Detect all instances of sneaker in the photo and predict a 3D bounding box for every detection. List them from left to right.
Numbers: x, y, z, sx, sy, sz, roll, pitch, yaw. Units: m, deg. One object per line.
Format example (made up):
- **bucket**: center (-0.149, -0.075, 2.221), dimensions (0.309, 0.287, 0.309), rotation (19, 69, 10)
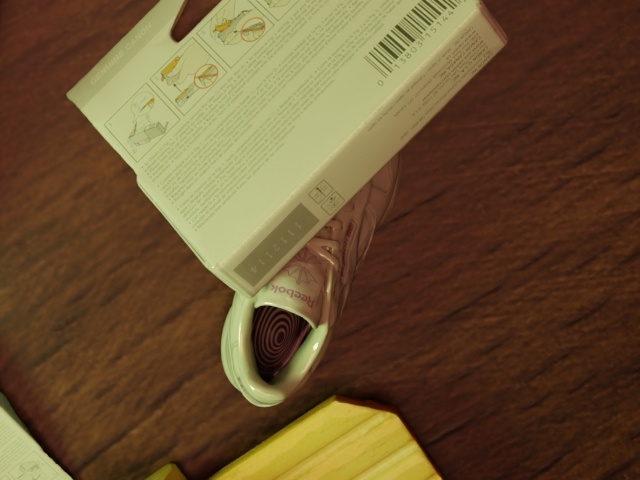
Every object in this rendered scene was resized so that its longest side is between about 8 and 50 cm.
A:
- **sneaker**: center (0.000, 0.000, 1.408), dimensions (0.114, 0.152, 0.305), rotation (16, 94, -4)

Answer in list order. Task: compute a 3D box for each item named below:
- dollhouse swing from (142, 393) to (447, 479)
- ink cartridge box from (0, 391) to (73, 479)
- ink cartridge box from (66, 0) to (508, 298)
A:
- **dollhouse swing**: center (-0.024, 0.351, 1.394), dimensions (0.305, 0.315, 0.347), rotation (-30, 99, 20)
- **ink cartridge box**: center (-0.318, 0.201, 1.473), dimensions (0.145, 0.045, 0.179), rotation (-40, 117, 1)
- **ink cartridge box**: center (-0.034, -0.140, 1.385), dimensions (0.296, 0.261, 0.066), rotation (-44, 141, 2)
